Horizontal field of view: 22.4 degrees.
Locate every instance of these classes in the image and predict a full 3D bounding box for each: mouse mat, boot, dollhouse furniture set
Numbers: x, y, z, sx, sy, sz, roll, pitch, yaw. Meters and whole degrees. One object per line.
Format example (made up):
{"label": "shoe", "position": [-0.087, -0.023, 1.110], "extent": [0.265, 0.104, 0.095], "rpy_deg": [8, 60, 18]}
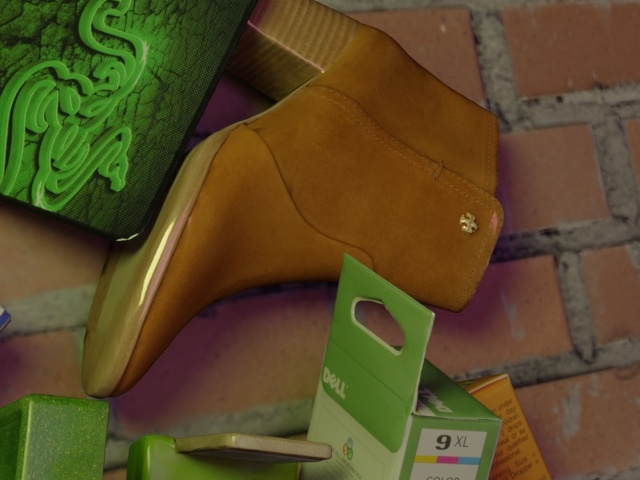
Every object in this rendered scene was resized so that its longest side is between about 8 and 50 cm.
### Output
{"label": "mouse mat", "position": [-0.132, -0.101, 0.910], "extent": [0.152, 0.007, 0.190], "rpy_deg": [19, 70, 11]}
{"label": "boot", "position": [0.000, 0.000, 0.954], "extent": [0.211, 0.104, 0.295], "rpy_deg": [31, 64, -20]}
{"label": "dollhouse furniture set", "position": [-0.094, 0.245, 0.827], "extent": [0.197, 0.151, 0.301], "rpy_deg": [11, 75, -26]}

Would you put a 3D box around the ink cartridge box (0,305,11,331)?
{"label": "ink cartridge box", "position": [-0.362, 0.044, 0.775], "extent": [0.307, 0.072, 0.303], "rpy_deg": [47, 62, -16]}

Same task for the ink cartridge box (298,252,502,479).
{"label": "ink cartridge box", "position": [0.041, 0.123, 0.904], "extent": [0.062, 0.109, 0.209], "rpy_deg": [4, 106, -26]}

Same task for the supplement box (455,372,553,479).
{"label": "supplement box", "position": [0.115, 0.202, 0.994], "extent": [0.080, 0.078, 0.233], "rpy_deg": [-27, 95, -29]}
